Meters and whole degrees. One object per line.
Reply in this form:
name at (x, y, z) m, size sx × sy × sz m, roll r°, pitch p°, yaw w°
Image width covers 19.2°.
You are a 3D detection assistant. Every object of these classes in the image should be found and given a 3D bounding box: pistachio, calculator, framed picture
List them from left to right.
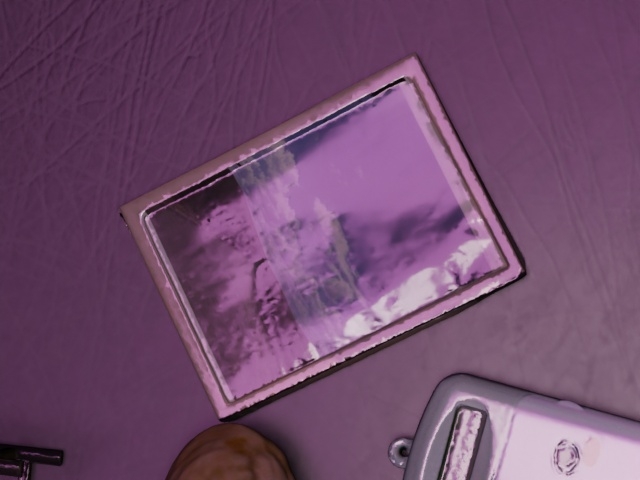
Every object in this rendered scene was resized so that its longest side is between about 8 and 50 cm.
pistachio at (-0.077, 0.223, 1.366) m, size 0.126 × 0.108 × 0.185 m, roll 21°, pitch 98°, yaw 33°
framed picture at (0.000, 0.000, 1.408) m, size 0.260 × 0.023 × 0.189 m, roll -27°, pitch 80°, yaw 7°
calculator at (0.166, 0.184, 1.358) m, size 0.246 × 0.045 × 0.141 m, roll 16°, pitch 89°, yaw 10°

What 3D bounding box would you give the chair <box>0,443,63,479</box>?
chair at (-0.336, 0.209, 1.392) m, size 0.260 × 0.141 × 0.154 m, roll 5°, pitch 87°, yaw 6°
